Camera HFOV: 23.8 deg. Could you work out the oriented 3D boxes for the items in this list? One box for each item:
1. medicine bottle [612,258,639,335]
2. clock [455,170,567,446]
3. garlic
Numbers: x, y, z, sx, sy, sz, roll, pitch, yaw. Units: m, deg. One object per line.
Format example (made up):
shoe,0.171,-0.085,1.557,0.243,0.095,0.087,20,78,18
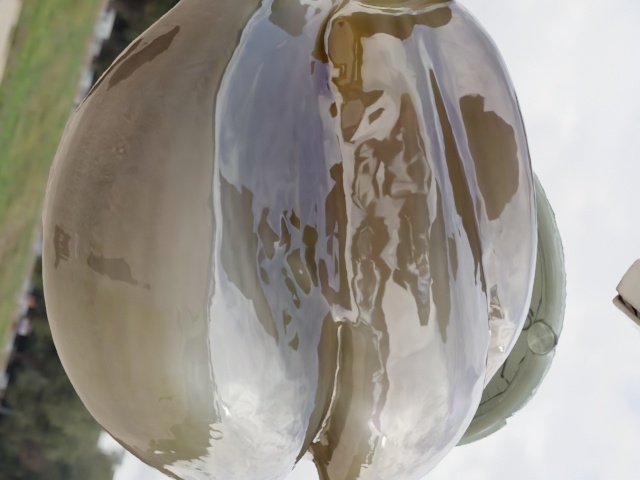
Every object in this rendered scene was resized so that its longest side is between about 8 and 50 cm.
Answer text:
medicine bottle,0.220,-0.011,0.608,0.201,0.171,0.052,-48,-123,4
clock,0.077,0.019,1.014,0.236,0.053,0.236,9,-76,42
garlic,0.000,0.000,0.726,0.132,0.279,0.325,15,-73,54
